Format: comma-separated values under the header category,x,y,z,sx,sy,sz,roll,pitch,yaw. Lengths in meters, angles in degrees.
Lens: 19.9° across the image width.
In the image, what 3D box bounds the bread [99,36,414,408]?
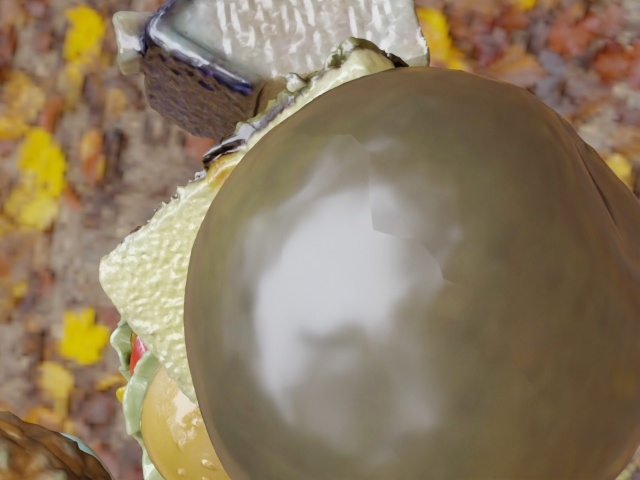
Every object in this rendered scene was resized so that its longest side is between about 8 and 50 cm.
category,x,y,z,sx,sy,sz,roll,pitch,yaw
bread,0.000,0.000,1.206,0.266,0.178,0.142,-35,69,30

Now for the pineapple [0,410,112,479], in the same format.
category,x,y,z,sx,sy,sz,roll,pitch,yaw
pineapple,-0.139,0.231,0.733,0.169,0.169,0.340,-44,42,29

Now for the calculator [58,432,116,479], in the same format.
category,x,y,z,sx,sy,sz,roll,pitch,yaw
calculator,-0.238,0.224,1.651,0.095,0.153,0.021,-32,26,5

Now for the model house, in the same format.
category,x,y,z,sx,sy,sz,roll,pitch,yaw
model house,-0.067,-0.249,1.743,0.243,0.284,0.298,119,139,-70

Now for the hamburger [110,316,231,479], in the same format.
category,x,y,z,sx,sy,sz,roll,pitch,yaw
hamburger,-0.029,0.112,1.480,0.274,0.274,0.212,-50,32,25

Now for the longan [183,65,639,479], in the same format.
category,x,y,z,sx,sy,sz,roll,pitch,yaw
longan,0.049,0.035,0.828,0.215,0.246,0.246,24,102,17
